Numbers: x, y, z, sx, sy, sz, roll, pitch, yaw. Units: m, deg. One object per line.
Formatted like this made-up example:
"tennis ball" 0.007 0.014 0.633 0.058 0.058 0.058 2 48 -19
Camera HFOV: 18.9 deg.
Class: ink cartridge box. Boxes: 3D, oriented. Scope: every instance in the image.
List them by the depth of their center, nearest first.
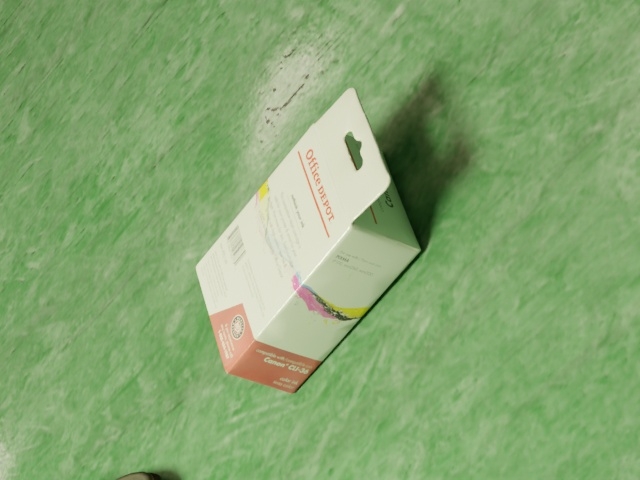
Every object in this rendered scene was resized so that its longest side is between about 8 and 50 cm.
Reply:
"ink cartridge box" 0.000 0.000 1.376 0.198 0.067 0.115 -49 39 28

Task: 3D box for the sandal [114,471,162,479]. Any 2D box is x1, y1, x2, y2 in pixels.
"sandal" -0.200 0.227 1.528 0.219 0.060 0.090 -11 63 51
